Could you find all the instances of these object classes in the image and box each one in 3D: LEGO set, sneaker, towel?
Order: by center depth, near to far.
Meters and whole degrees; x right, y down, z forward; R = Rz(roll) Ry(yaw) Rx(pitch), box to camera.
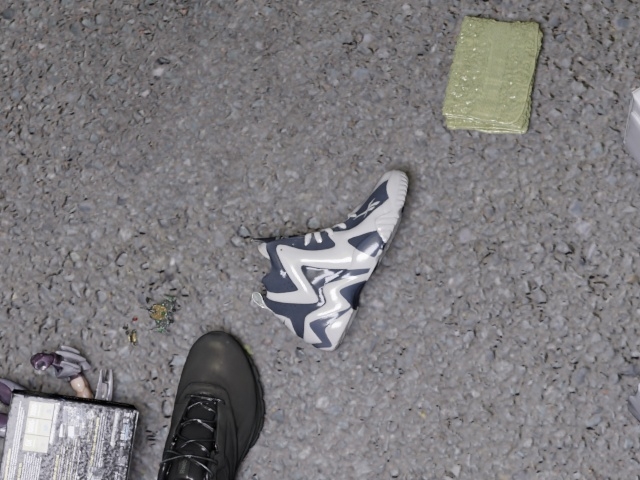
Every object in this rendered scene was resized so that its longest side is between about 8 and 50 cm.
[{"bbox_3d":[-0.135,0.244,1.637,0.109,0.130,0.286,2,77,12],"label":"sneaker"},{"bbox_3d":[0.000,0.000,1.685,0.153,0.094,0.235,26,93,5],"label":"sneaker"},{"bbox_3d":[0.212,-0.203,1.730,0.110,0.027,0.148,8,80,12],"label":"towel"},{"bbox_3d":[-0.206,0.097,1.739,0.083,0.023,0.054,-21,73,18],"label":"LEGO set"}]

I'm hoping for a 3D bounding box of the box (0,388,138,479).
[{"bbox_3d":[-0.297,0.271,1.618,0.147,0.077,0.180,8,86,-11],"label":"box"}]

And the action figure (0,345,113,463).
[{"bbox_3d":[-0.369,0.211,1.701,0.285,0.099,0.185,15,72,8],"label":"action figure"}]

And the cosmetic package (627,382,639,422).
[{"bbox_3d":[0.524,0.101,1.517,0.385,0.217,0.156,-43,75,0],"label":"cosmetic package"}]

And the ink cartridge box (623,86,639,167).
[{"bbox_3d":[0.509,-0.127,1.576,0.270,0.197,0.198,-30,75,2],"label":"ink cartridge box"}]
